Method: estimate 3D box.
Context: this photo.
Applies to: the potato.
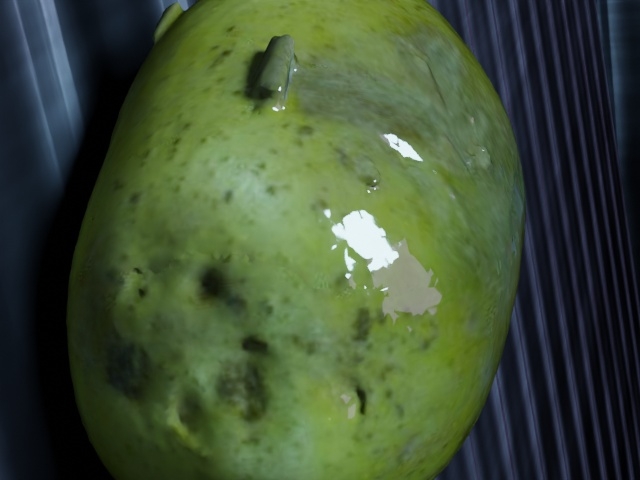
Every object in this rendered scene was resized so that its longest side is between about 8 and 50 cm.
[{"bbox_3d":[-0.001,-0.001,0.597,0.197,0.148,0.228,68,20,-4],"label":"potato"}]
